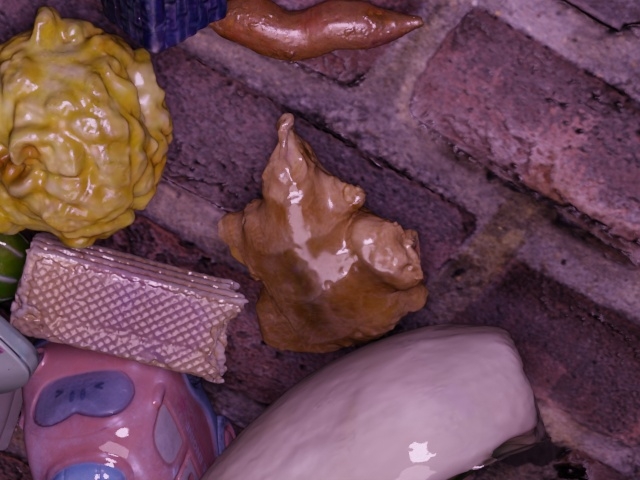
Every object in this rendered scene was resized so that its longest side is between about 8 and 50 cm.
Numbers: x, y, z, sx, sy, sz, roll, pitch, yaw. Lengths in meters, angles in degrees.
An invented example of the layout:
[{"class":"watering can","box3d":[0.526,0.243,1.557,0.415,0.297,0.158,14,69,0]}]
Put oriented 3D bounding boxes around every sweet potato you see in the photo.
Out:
[{"class":"sweet potato","box3d":[-0.008,-0.207,1.794,0.218,0.051,0.065,3,123,4]}]

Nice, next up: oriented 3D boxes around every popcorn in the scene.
[{"class":"popcorn","box3d":[-0.262,-0.107,1.813,0.217,0.181,0.235,-19,113,20]}]

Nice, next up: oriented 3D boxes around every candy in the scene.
[{"class":"candy","box3d":[0.038,0.218,1.911,0.427,0.386,0.186,-31,85,18]}]

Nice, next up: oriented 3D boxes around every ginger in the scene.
[{"class":"ginger","box3d":[0.000,0.000,1.889,0.219,0.123,0.270,2,135,20]}]

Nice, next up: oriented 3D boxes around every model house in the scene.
[{"class":"model house","box3d":[-0.167,-0.283,1.663,0.170,0.211,0.194,2,126,2]}]

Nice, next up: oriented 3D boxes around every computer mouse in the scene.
[{"class":"computer mouse","box3d":[-0.386,0.109,1.929,0.159,0.288,0.097,44,78,-9]}]

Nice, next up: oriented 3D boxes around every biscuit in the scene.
[{"class":"biscuit","box3d":[-0.200,0.071,1.912,0.239,0.062,0.108,15,116,-9]}]

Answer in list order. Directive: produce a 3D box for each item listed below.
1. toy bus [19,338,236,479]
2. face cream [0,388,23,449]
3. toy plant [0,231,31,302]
[{"class":"toy bus","box3d":[-0.220,0.241,2.022,0.197,0.232,0.294,-9,124,13]},{"class":"face cream","box3d":[-0.461,0.189,2.122,0.224,0.070,0.114,13,126,-14]},{"class":"toy plant","box3d":[-0.327,0.033,1.972,0.162,0.093,0.093,21,125,-8]}]
